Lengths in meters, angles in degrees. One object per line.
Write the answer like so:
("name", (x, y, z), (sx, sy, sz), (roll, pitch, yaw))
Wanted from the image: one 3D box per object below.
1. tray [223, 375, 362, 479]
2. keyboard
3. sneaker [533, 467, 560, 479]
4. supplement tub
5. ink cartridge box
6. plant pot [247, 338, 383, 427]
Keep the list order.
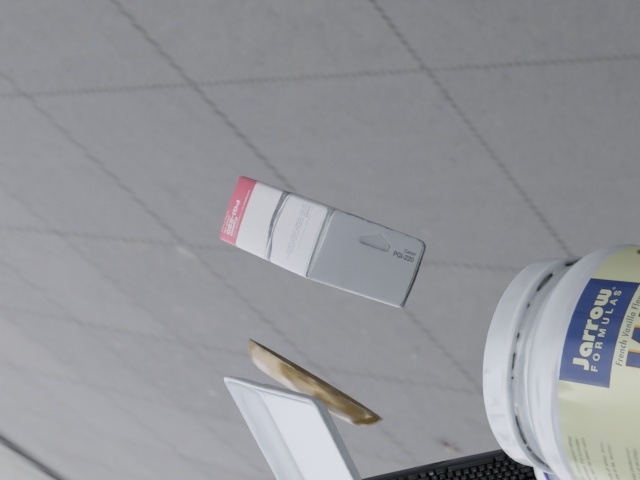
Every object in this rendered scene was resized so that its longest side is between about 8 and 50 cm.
("tray", (0.000, 0.253, 1.424), (0.145, 0.030, 0.270), (8, 132, 44))
("keyboard", (0.202, 0.408, 2.006), (0.317, 0.202, 0.033), (-13, 126, 1))
("sneaker", (0.411, 0.202, 1.423), (0.236, 0.322, 0.130), (-34, 73, 65))
("supplement tub", (0.327, 0.124, 1.118), (0.324, 0.235, 0.235), (5, 148, 43))
("ink cartridge box", (0.000, 0.000, 1.606), (0.158, 0.092, 0.218), (19, 180, -35))
("plant pot", (-0.014, 0.220, 1.964), (0.236, 0.032, 0.236), (31, 176, 2))
